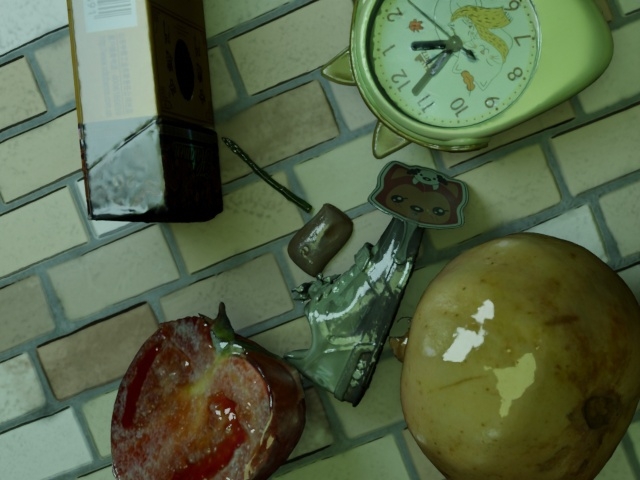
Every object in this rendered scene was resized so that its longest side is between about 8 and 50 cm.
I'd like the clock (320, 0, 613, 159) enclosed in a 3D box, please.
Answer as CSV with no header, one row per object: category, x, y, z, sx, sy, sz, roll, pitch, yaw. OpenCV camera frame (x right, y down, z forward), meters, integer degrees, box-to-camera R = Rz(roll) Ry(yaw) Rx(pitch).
clock,0.182,-0.261,1.569,0.348,0.117,0.286,-33,87,10

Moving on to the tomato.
tomato,-0.134,0.253,1.622,0.309,0.170,0.309,-13,70,41

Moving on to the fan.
fan,0.124,-0.036,1.553,0.132,0.220,0.009,16,129,7

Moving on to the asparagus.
asparagus,-0.077,-0.093,1.672,0.163,0.016,0.016,40,124,6

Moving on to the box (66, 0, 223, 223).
box,-0.231,-0.228,1.568,0.115,0.264,0.416,-6,89,10

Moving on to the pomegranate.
pomegranate,0.236,0.154,1.493,0.338,0.338,0.338,0,93,10

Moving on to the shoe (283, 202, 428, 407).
shoe,0.038,0.069,1.610,0.149,0.109,0.293,20,95,8

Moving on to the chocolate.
chocolate,0.000,0.000,1.655,0.064,0.031,0.101,44,97,1
